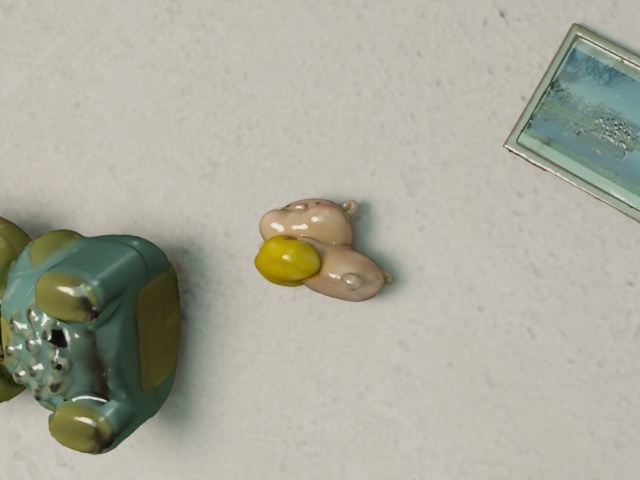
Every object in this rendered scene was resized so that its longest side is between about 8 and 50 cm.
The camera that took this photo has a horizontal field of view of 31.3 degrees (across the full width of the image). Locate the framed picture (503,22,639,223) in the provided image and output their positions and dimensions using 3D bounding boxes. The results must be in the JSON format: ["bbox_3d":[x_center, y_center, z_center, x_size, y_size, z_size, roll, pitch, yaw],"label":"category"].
[{"bbox_3d":[0.226,-0.082,0.855,0.149,0.011,0.109,32,100,20],"label":"framed picture"}]

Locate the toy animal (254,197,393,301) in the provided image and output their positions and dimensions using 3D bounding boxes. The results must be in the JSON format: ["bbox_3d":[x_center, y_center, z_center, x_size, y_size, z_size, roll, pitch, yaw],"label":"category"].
[{"bbox_3d":[0.000,0.000,0.908,0.114,0.091,0.082,13,79,24],"label":"toy animal"}]

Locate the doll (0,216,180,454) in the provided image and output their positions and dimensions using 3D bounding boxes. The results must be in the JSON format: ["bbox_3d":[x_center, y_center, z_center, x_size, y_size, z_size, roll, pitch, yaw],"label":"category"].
[{"bbox_3d":[-0.256,0.064,0.967,0.260,0.161,0.177,5,112,21],"label":"doll"}]
